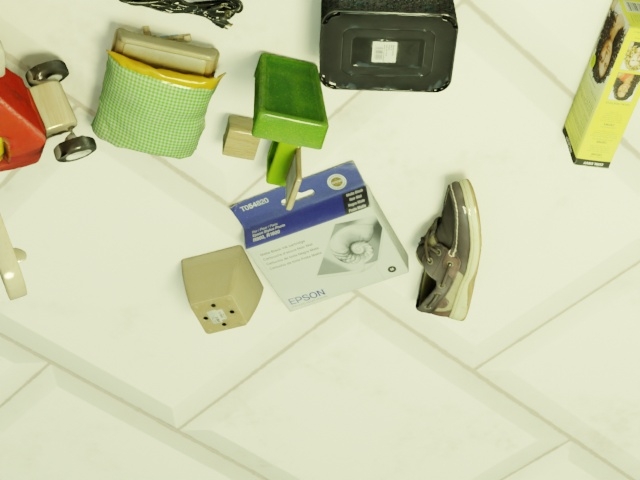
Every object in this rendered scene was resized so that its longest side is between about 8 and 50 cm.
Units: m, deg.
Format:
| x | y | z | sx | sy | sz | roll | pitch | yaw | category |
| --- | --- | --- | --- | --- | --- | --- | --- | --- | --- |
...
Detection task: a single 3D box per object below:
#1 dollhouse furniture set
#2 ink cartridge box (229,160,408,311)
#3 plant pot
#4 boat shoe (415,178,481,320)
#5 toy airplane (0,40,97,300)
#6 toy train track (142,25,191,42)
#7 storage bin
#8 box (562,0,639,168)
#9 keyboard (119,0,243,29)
| x | y | z | sx | sy | sz | roll | pitch | yaw | category |
| --- | --- | --- | --- | --- | --- | --- | --- | --- | --- |
| -0.163 | -0.156 | 1.548 | 0.301 | 0.151 | 0.197 | 10 | 131 | -13 | dollhouse furniture set |
| 0.000 | 0.000 | 1.770 | 0.223 | 0.045 | 0.224 | -20 | 128 | 17 | ink cartridge box |
| -0.162 | 0.089 | 1.816 | 0.109 | 0.096 | 0.109 | -15 | 130 | 12 | plant pot |
| 0.197 | 0.023 | 1.756 | 0.092 | 0.103 | 0.285 | -4 | 138 | -3 | boat shoe |
| -0.474 | -0.156 | 1.407 | 0.272 | 0.386 | 0.384 | -22 | 128 | 3 | toy airplane |
| -0.221 | -0.276 | 1.546 | 0.083 | 0.014 | 0.048 | -6 | 132 | 4 | toy train track |
| 0.089 | -0.274 | 1.501 | 0.180 | 0.084 | 0.122 | 1 | 132 | -2 | storage bin |
| 0.406 | -0.217 | 1.551 | 0.058 | 0.087 | 0.232 | 5 | 130 | -8 | box |
| -0.170 | -0.357 | 1.415 | 0.317 | 0.033 | 0.201 | 5 | 144 | -24 | keyboard |
